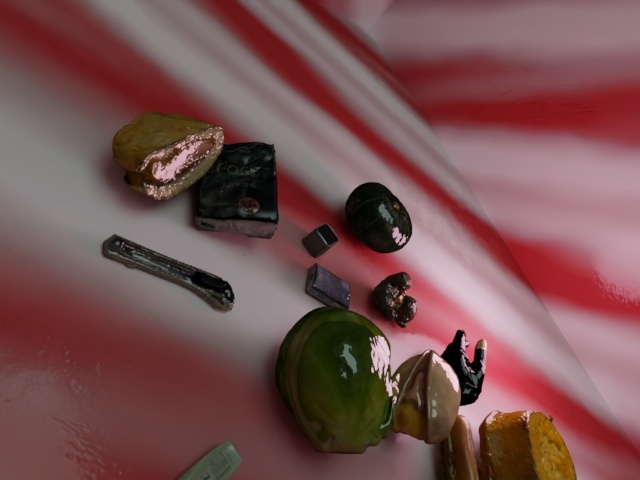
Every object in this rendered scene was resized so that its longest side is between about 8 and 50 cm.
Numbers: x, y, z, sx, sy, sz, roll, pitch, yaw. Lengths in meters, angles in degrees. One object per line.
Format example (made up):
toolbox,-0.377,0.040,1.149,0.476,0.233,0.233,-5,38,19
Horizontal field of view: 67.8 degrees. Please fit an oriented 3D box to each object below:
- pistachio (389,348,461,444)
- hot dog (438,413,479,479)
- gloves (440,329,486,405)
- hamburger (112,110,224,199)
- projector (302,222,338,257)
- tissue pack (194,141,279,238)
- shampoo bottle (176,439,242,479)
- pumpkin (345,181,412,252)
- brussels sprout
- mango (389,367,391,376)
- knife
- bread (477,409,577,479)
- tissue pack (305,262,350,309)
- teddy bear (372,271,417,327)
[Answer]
pistachio,0.306,0.463,1.429,0.230,0.230,0.309,50,33,0
hot dog,0.412,0.692,1.436,0.100,0.135,0.337,16,43,-9
gloves,0.503,0.442,1.701,0.152,0.197,0.301,53,35,-15
hamburger,-0.435,-0.249,1.301,0.209,0.162,0.330,26,44,19
projector,0.000,0.000,1.643,0.083,0.082,0.083,54,36,5
tissue pack,-0.254,-0.168,1.440,0.244,0.123,0.333,5,53,-15
shampoo bottle,-0.246,0.492,0.957,0.072,0.049,0.212,57,36,1
pumpkin,0.224,-0.082,1.866,0.300,0.207,0.300,42,22,-21
brussels sprout,0.037,0.345,1.224,0.314,0.275,0.371,38,42,-39
mango,0.152,0.377,1.449,0.125,0.111,0.233,36,36,-27
knife,-0.367,0.080,1.203,0.365,0.043,0.089,29,39,-26
bread,0.693,0.774,1.598,0.398,0.215,0.398,29,44,-33
tissue pack,0.028,0.155,1.564,0.156,0.051,0.112,35,36,-21
teddy bear,0.275,0.220,1.723,0.190,0.140,0.177,47,61,-19
